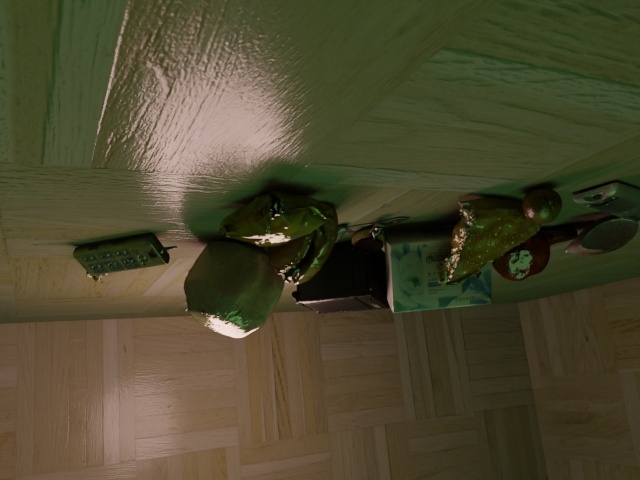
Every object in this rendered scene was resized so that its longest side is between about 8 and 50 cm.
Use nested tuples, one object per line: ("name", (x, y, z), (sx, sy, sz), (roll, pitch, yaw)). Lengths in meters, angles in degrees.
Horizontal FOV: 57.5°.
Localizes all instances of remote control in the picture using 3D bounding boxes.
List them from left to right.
("remote control", (0.752, -0.087, 1.447), (0.313, 0.055, 0.109), (6, 163, -40))

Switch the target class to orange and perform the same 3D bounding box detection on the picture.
("orange", (0.501, -0.080, 1.317), (0.085, 0.085, 0.095), (-8, 169, 10))

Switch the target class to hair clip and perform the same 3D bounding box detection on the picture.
("hair clip", (0.000, 0.003, 1.558), (0.066, 0.036, 0.229), (-3, 168, -38))

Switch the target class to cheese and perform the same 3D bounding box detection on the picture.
("cheese", (0.135, -0.012, 1.516), (0.087, 0.036, 0.162), (12, 162, -5))

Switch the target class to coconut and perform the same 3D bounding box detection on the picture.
("coconut", (-0.222, 0.111, 1.525), (0.245, 0.247, 0.245), (19, 155, 9))

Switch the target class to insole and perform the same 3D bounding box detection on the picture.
("insole", (0.135, -0.038, 1.511), (0.197, 0.004, 0.065), (-11, 166, 23))

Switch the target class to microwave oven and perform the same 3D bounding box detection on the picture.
("microwave oven", (0.065, 0.105, 1.710), (0.248, 0.188, 0.178), (-7, 162, 24))

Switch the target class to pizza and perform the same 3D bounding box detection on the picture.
("pizza", (0.375, 0.006, 1.442), (0.280, 0.075, 0.287), (16, 126, -40))

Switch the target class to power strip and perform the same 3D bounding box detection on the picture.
("power strip", (-0.472, 0.035, 1.430), (0.268, 0.034, 0.092), (-9, 135, 14))

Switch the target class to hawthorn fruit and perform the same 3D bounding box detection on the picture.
("hawthorn fruit", (0.549, 0.021, 1.631), (0.179, 0.173, 0.174), (39, 143, -28))

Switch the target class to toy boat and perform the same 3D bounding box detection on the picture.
("toy boat", (0.813, -0.012, 1.726), (0.206, 0.096, 0.282), (-27, 176, 13))

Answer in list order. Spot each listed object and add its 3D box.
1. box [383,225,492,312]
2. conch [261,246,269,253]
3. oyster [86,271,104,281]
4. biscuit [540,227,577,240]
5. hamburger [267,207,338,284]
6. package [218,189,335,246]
("box", (0.318, 0.074, 1.584), (0.275, 0.202, 0.116), (-5, -162, 0))
("conch", (-0.123, 0.009, 1.500), (0.076, 0.056, 0.085), (22, 152, -36))
("oyster", (-0.574, 0.060, 1.542), (0.109, 0.053, 0.165), (-12, 162, -21))
("biscuit", (0.643, 0.005, 1.810), (0.291, 0.041, 0.208), (-14, 167, 23))
("hamburger", (-0.018, 0.005, 1.344), (0.136, 0.155, 0.208), (-1, 159, -39))
("package", (-0.096, -0.044, 1.210), (0.168, 0.090, 0.226), (10, 157, -41))
